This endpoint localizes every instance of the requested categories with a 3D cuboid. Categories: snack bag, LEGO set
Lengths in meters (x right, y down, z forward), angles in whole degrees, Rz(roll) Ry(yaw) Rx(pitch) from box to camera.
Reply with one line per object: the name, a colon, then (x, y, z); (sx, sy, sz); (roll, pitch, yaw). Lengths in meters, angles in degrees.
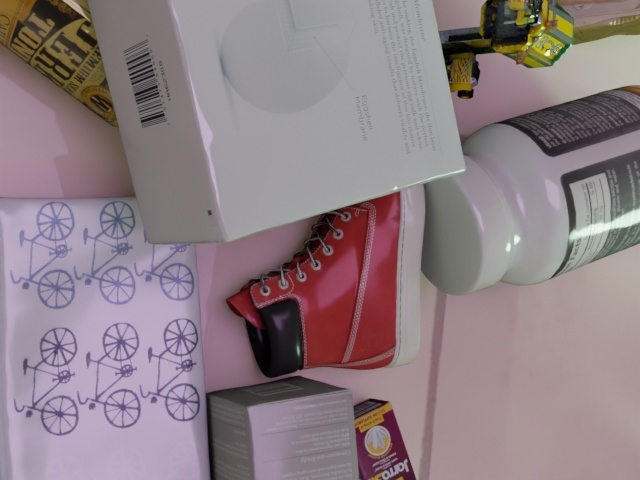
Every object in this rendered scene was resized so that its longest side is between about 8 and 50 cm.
snack bag: (-0.257, 0.121, 0.730); (0.342, 0.037, 0.323); (-2, 87, -25)
LEGO set: (0.096, -0.302, 0.803); (0.192, 0.255, 0.331); (7, 95, -51)

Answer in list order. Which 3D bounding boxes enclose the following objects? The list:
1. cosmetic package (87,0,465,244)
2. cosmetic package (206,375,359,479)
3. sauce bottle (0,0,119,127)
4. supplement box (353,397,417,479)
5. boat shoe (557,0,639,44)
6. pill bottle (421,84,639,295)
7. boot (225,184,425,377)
cosmetic package: (-0.033, -0.132, 0.690); (0.225, 0.138, 0.224); (-17, 98, -32)
cosmetic package: (-0.030, 0.245, 0.777); (0.107, 0.127, 0.238); (-7, 91, -25)
sauce bottle: (-0.169, -0.161, 0.749); (0.344, 0.111, 0.111); (36, 72, -18)
supplement box: (0.047, 0.198, 0.861); (0.055, 0.043, 0.083); (-22, 96, -26)
boat shoe: (0.331, -0.258, 0.995); (0.170, 0.063, 0.059); (-9, 79, -1)
pill bottle: (0.227, -0.049, 0.899); (0.278, 0.162, 0.162); (-18, 94, -24)
boot: (0.000, 0.000, 0.833); (0.176, 0.088, 0.244); (-1, 90, -23)
